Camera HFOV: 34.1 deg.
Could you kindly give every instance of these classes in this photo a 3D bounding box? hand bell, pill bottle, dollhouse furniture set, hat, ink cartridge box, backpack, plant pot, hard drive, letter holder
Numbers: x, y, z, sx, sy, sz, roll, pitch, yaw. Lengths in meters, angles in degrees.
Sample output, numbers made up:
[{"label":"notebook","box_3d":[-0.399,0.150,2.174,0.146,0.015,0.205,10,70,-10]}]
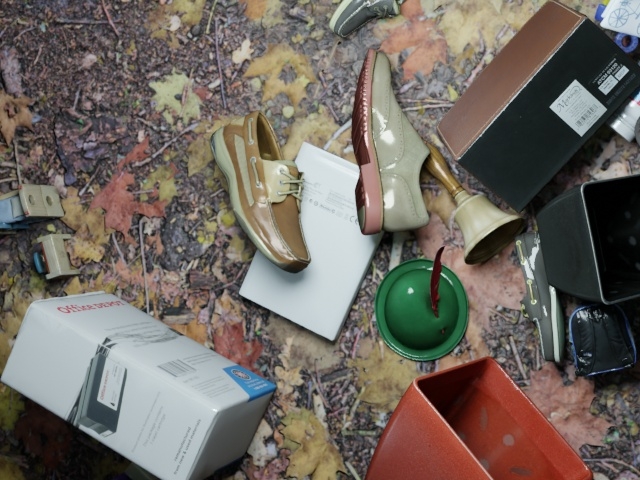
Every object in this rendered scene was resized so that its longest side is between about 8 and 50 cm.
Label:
[{"label":"hand bell","box_3d":[0.236,-0.089,1.816,0.126,0.126,0.242,-39,66,14]},{"label":"pill bottle","box_3d":[0.537,-0.242,1.714,0.087,0.087,0.160,41,102,13]},{"label":"dollhouse furniture set","box_3d":[-0.579,-0.003,2.039,0.129,0.129,0.183,-17,85,17]},{"label":"hat","box_3d":[0.154,0.110,1.783,0.173,0.183,0.208,-1,90,18]},{"label":"ink cartridge box","box_3d":[-0.321,0.256,1.878,0.395,0.285,0.166,27,98,16]},{"label":"backpack","box_3d":[0.466,0.158,1.738,0.105,0.084,0.114,-13,91,16]},{"label":"plant pot","box_3d":[0.234,0.381,1.718,0.267,0.267,0.235,51,121,23]},{"label":"plant pot","box_3d":[0.455,-0.002,1.678,0.188,0.167,0.187,-11,90,-25]},{"label":"hard drive","box_3d":[0.000,0.000,1.906,0.203,0.040,0.307,25,98,16]},{"label":"letter holder","box_3d":[0.357,-0.233,1.753,0.152,0.214,0.302,37,104,-18]}]

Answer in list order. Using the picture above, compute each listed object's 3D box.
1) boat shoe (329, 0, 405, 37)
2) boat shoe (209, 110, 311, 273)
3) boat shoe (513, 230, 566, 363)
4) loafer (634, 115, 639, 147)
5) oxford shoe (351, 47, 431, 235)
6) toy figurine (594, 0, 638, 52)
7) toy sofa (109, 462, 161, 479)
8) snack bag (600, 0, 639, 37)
[{"label":"boat shoe","box_3d":[0.116,-0.431,1.849,0.223,0.080,0.073,-39,74,9]},{"label":"boat shoe","box_3d":[-0.092,-0.098,1.856,0.120,0.123,0.324,-36,64,21]},{"label":"boat shoe","box_3d":[0.373,0.097,1.773,0.069,0.081,0.227,-7,81,20]},{"label":"loafer","box_3d":[0.684,-0.198,1.668,0.366,0.130,0.133,-17,50,8]},{"label":"oxford shoe","box_3d":[0.124,-0.172,1.825,0.130,0.123,0.348,0,73,-6]},{"label":"toy figurine","box_3d":[0.497,-0.401,1.660,0.363,0.191,0.217,5,116,-13]},{"label":"toy sofa","box_3d":[-0.379,0.498,1.858,0.150,0.362,0.177,40,107,14]},{"label":"snack bag","box_3d":[0.637,-0.410,1.556,0.343,0.037,0.323,13,128,-20]}]
